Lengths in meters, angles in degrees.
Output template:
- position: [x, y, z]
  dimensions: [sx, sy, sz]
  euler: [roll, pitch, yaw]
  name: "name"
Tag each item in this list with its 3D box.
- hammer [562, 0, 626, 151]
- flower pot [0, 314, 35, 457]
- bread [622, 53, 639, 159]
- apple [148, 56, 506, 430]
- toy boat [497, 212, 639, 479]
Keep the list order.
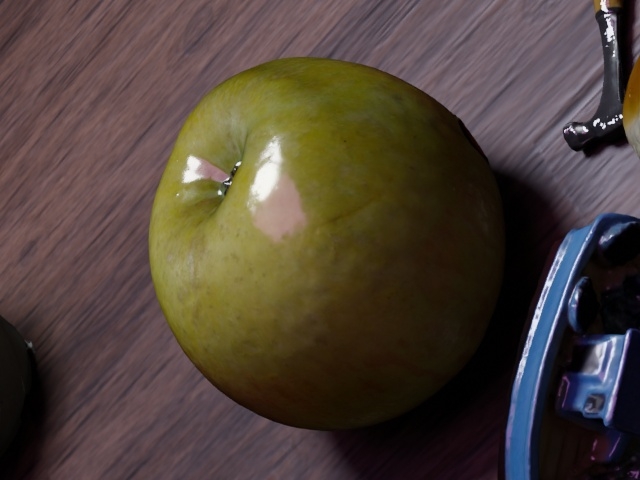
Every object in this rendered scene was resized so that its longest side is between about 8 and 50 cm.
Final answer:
- position: [0.195, -0.158, 1.315]
  dimensions: [0.078, 0.021, 0.201]
  euler: [-23, 55, 39]
  name: "hammer"
- position: [-0.335, 0.117, 1.656]
  dimensions: [0.235, 0.140, 0.235]
  euler: [-23, 55, 37]
  name: "flower pot"
- position: [0.307, -0.041, 0.941]
  dimensions: [0.250, 0.279, 0.225]
  euler: [-39, 31, 26]
  name: "bread"
- position: [0.000, 0.000, 1.308]
  dimensions: [0.261, 0.194, 0.261]
  euler: [-34, 43, 40]
  name: "apple"
- position: [0.165, 0.096, 1.149]
  dimensions: [0.097, 0.100, 0.223]
  euler: [0, 74, 55]
  name: "toy boat"
